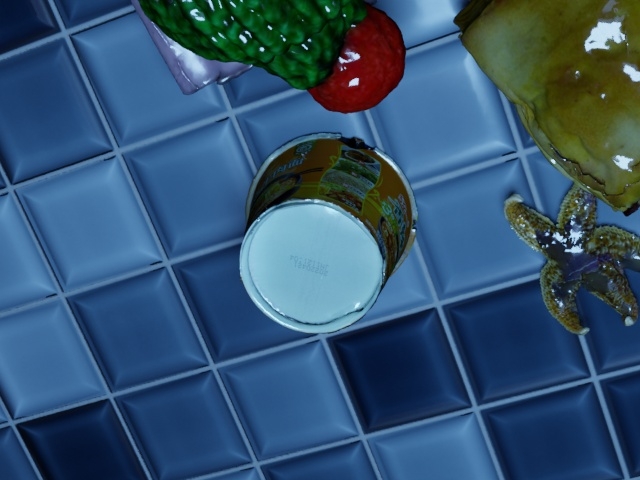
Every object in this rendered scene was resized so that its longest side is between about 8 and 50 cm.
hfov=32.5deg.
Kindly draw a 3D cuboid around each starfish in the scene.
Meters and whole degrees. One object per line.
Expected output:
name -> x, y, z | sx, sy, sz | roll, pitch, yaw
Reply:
starfish -> 0.329, 0.006, 1.385 | 0.238, 0.071, 0.216 | 25, 108, -12

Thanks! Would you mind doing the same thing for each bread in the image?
bread -> 0.293, -0.204, 1.172 | 0.277, 0.167, 0.324 | -45, 69, 40

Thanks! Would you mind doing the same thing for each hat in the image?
hat -> -0.042, -0.252, 1.141 | 0.242, 0.274, 0.332 | -22, 135, 25

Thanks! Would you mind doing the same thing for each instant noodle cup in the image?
instant noodle cup -> 0.000, 0.000, 1.366 | 0.230, 0.182, 0.230 | 3, 112, 9

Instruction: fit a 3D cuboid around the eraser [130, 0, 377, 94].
eraser -> -0.123, -0.385, 1.269 | 0.272, 0.122, 0.359 | -25, 107, 15
